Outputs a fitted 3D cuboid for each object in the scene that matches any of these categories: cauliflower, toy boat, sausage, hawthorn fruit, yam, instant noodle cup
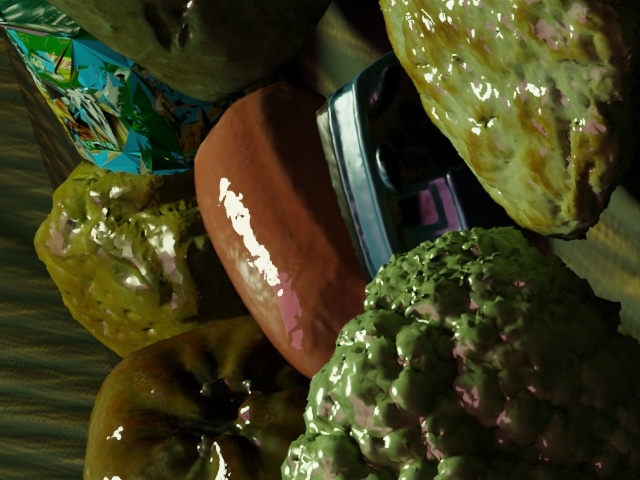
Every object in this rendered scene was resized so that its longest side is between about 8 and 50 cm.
[{"bbox_3d":[0.114,0.139,1.025,0.272,0.250,0.275,32,122,4],"label":"cauliflower"},{"bbox_3d":[0.076,-0.007,1.186,0.097,0.100,0.223,-10,106,41],"label":"toy boat"},{"bbox_3d":[0.000,0.000,1.364,0.148,0.148,0.254,94,153,-58],"label":"sausage"},{"bbox_3d":[-0.061,0.215,1.669,0.301,0.268,0.267,86,161,-52],"label":"hawthorn fruit"},{"bbox_3d":[-0.126,-0.234,1.284,0.300,0.195,0.195,34,-173,-30],"label":"yam"},{"bbox_3d":[-0.138,-0.173,1.556,0.178,0.240,0.240,75,169,-45],"label":"instant noodle cup"}]

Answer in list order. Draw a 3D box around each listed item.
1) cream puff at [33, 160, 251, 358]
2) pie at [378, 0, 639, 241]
[{"bbox_3d":[-0.150,0.013,1.863,0.244,0.196,0.244,10,113,25],"label":"cream puff"},{"bbox_3d":[0.097,-0.111,0.942,0.201,0.090,0.248,50,157,33],"label":"pie"}]
